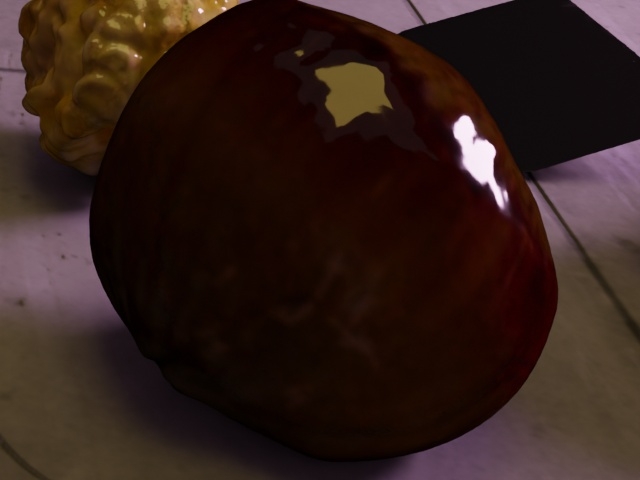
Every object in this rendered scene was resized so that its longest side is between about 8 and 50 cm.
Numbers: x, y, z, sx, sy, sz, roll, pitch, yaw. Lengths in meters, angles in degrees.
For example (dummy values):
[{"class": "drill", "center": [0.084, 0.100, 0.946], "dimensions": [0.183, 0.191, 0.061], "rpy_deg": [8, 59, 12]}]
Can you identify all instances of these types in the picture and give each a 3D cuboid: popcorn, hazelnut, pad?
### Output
[{"class": "popcorn", "center": [-0.105, -0.108, 1.027], "dimensions": [0.180, 0.180, 0.170], "rpy_deg": [-27, 82, -50]}, {"class": "hazelnut", "center": [0.000, 0.000, 0.837], "dimensions": [0.251, 0.217, 0.217], "rpy_deg": [41, 33, 4]}, {"class": "pad", "center": [0.243, -0.129, 1.309], "dimensions": [0.323, 0.055, 0.250], "rpy_deg": [-1, 30, -22]}]
